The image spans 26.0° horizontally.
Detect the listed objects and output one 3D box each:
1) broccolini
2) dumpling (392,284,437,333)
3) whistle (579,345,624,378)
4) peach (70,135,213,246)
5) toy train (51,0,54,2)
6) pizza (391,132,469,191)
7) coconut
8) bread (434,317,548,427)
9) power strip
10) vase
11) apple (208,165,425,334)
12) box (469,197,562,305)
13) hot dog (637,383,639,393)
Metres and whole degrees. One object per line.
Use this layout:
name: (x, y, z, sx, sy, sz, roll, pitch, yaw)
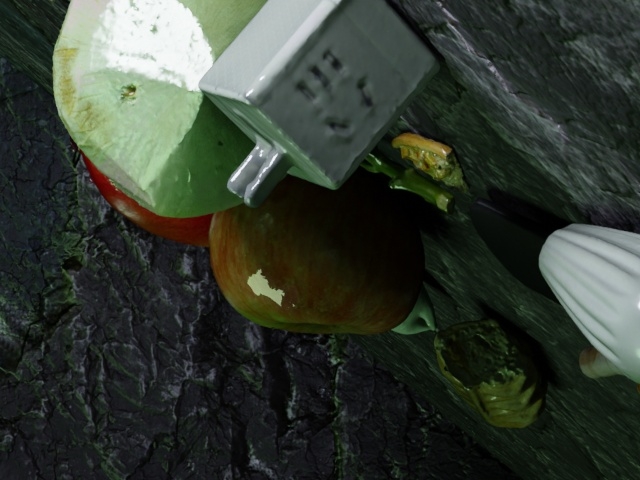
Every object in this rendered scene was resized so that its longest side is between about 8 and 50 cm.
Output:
broccolini: (0.083, -0.098, 1.680, 0.067, 0.058, 0.216, -1, -155, -47)
dumpling: (0.116, 0.060, 2.257, 0.217, 0.149, 0.105, 42, 137, -21)
whistle: (0.351, 0.122, 1.513, 0.107, 0.057, 0.220, 33, 159, -12)
peach: (-0.174, -0.107, 2.018, 0.361, 0.257, 0.201, 49, 167, -26)
toy train: (-0.440, -0.428, 2.160, 0.099, 0.072, 0.188, 51, 168, -26)
pizza: (0.137, -0.083, 1.605, 0.108, 0.026, 0.123, 42, 171, -27)
coconut: (-0.150, -0.180, 1.514, 0.328, 0.281, 0.328, 169, 90, -76)
bread: (0.279, 0.216, 2.205, 0.152, 0.130, 0.267, 30, 169, 28)
power strip: (-0.021, -0.136, 1.326, 0.140, 0.224, 0.139, 45, 171, -27)
vase: (0.293, 0.051, 1.320, 0.128, 0.128, 0.248, 44, 179, -28)
apple: (0.000, 0.000, 1.905, 0.278, 0.250, 0.309, -3, 166, 28)
box: (0.268, 0.032, 1.579, 0.201, 0.042, 0.212, 30, 168, 48)
hot dog: (0.461, 0.206, 1.571, 0.250, 0.076, 0.104, 41, -168, 15)
